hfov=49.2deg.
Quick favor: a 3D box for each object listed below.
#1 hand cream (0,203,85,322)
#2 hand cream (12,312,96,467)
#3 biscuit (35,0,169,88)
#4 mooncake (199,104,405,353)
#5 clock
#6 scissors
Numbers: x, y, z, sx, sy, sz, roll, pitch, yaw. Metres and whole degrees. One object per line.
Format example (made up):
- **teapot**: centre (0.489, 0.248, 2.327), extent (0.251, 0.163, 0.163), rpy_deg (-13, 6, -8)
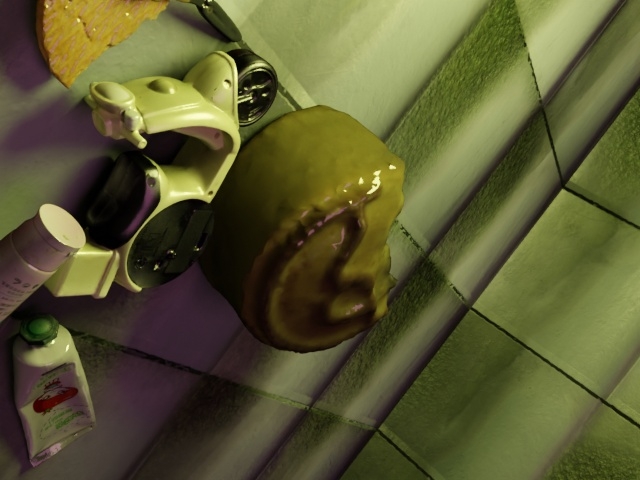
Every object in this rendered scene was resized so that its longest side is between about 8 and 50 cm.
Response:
- **hand cream**: centre (-0.422, 0.076, 0.868), extent (0.312, 0.070, 0.111), rpy_deg (-37, 151, 13)
- **hand cream**: centre (-0.413, 0.235, 1.079), extent (0.121, 0.076, 0.335), rpy_deg (-27, 146, -33)
- **biscuit**: centre (-0.246, -0.288, 0.800), extent (0.224, 0.033, 0.144), rpy_deg (-49, 150, -12)
- **mooncake**: centre (0.000, 0.000, 1.213), extent (0.393, 0.246, 0.394), rpy_deg (-50, 145, 6)
- **clock**: centre (-0.220, -0.094, 0.952), extent (0.277, 0.120, 0.378), rpy_deg (-3, 124, -55)
- **scissors**: centre (-0.149, -0.303, 0.889), extent (0.088, 0.017, 0.220), rpy_deg (-54, 161, 2)
